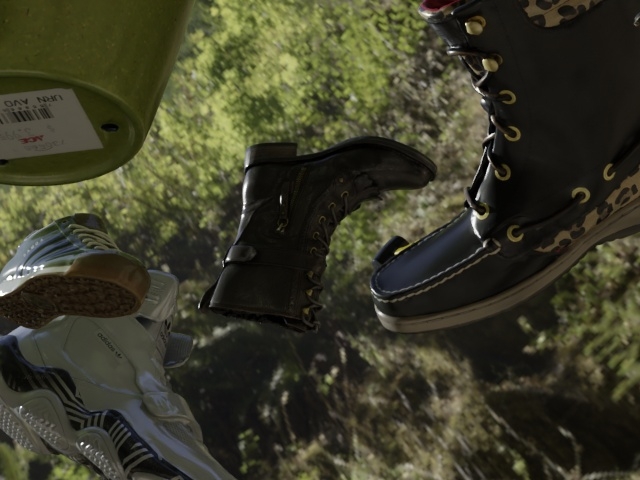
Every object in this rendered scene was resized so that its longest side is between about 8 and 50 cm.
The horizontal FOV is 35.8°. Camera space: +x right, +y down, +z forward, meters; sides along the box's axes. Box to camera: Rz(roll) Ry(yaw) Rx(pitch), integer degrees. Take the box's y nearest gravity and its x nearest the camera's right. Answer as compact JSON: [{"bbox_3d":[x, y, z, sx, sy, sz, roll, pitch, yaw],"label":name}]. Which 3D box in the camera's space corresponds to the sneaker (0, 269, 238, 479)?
[{"bbox_3d":[-0.170,0.153,0.998,0.210,0.366,0.137,-49,-29,-32],"label":"sneaker"}]

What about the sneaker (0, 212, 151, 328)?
[{"bbox_3d":[-0.187,0.012,0.757,0.064,0.192,0.086,38,-123,-32],"label":"sneaker"}]

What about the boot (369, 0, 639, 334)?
[{"bbox_3d":[0.168,-0.101,0.906,0.377,0.138,0.284,-27,-63,11],"label":"boot"}]

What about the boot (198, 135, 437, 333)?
[{"bbox_3d":[0.000,0.000,1.152,0.263,0.229,0.091,-1,-25,19],"label":"boot"}]

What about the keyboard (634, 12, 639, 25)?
[{"bbox_3d":[0.289,-0.150,0.585,0.202,0.317,0.033,7,-54,12],"label":"keyboard"}]

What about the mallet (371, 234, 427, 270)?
[{"bbox_3d":[0.127,0.016,1.434,0.039,0.190,0.062,46,-105,-7],"label":"mallet"}]

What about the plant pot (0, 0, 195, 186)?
[{"bbox_3d":[-0.185,-0.194,0.626,0.275,0.293,0.275,-4,-23,-2],"label":"plant pot"}]
